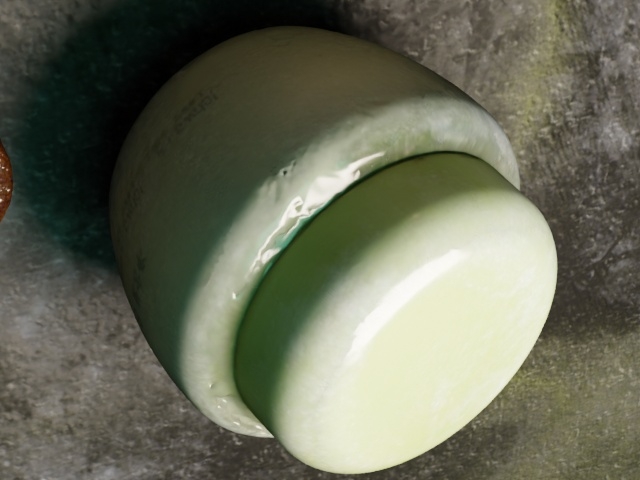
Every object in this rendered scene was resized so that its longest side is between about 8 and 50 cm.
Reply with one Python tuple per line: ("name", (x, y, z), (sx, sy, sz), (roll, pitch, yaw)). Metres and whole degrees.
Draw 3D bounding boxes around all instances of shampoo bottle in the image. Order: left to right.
("shampoo bottle", (0.000, 0.000, 1.281), (0.322, 0.317, 0.322), (-29, 141, -26))

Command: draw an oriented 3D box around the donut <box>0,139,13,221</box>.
("donut", (-0.294, -0.043, 1.219), (0.140, 0.059, 0.140), (-22, 137, -22))
